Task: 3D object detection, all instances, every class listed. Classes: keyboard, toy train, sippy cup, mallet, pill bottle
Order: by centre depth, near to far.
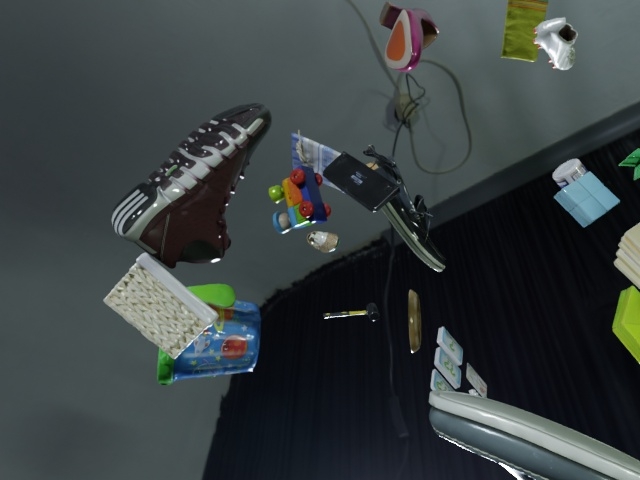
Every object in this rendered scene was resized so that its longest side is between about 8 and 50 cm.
[{"bbox_3d":[-0.264,0.228,1.126,0.224,0.240,0.305,7,171,-15],"label":"sippy cup"},{"bbox_3d":[-0.078,-0.149,1.234,0.143,0.248,0.105,-20,170,30],"label":"toy train"},{"bbox_3d":[0.858,-0.178,1.540,0.169,0.094,0.094,47,128,-9],"label":"pill bottle"},{"bbox_3d":[0.157,-0.227,1.589,0.201,0.317,0.033,-43,137,-4],"label":"keyboard"},{"bbox_3d":[0.105,0.244,1.590,0.189,0.062,0.039,-1,116,3],"label":"mallet"}]

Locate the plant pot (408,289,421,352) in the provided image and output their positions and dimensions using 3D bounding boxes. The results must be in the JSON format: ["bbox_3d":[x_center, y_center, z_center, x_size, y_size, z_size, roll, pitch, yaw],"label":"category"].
[{"bbox_3d":[0.356,0.302,1.749,0.032,0.236,0.236,-2,141,15],"label":"plant pot"}]

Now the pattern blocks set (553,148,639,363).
[{"bbox_3d":[0.403,0.040,0.465,0.285,0.325,0.026,-19,158,-16],"label":"pattern blocks set"}]

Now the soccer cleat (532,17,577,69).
[{"bbox_3d":[0.572,-0.459,1.097,0.196,0.068,0.076,11,169,-43],"label":"soccer cleat"}]

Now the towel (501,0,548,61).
[{"bbox_3d":[0.542,-0.586,1.240,0.102,0.021,0.237,24,154,27],"label":"towel"}]

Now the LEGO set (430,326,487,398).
[{"bbox_3d":[0.325,0.314,0.959,0.060,0.182,0.244,-33,103,32],"label":"LEGO set"}]

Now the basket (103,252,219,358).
[{"bbox_3d":[-0.276,0.114,0.806,0.167,0.103,0.113,43,162,-11],"label":"basket"}]

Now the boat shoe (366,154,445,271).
[{"bbox_3d":[0.334,-0.097,1.729,0.156,0.187,0.500,-35,98,5],"label":"boat shoe"}]

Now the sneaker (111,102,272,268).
[{"bbox_3d":[-0.160,-0.071,0.714,0.281,0.106,0.162,-43,131,-9],"label":"sneaker"}]

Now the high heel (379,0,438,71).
[{"bbox_3d":[0.261,-0.516,1.197,0.181,0.377,0.127,16,134,-14],"label":"high heel"}]

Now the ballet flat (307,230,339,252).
[{"bbox_3d":[0.000,0.000,1.603,0.067,0.073,0.206,28,169,-17],"label":"ballet flat"}]

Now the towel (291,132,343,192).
[{"bbox_3d":[-0.001,-0.321,1.954,0.285,0.034,0.209,27,149,16],"label":"towel"}]

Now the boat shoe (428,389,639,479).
[{"bbox_3d":[0.240,0.230,0.409,0.319,0.099,0.116,21,177,11],"label":"boat shoe"}]
